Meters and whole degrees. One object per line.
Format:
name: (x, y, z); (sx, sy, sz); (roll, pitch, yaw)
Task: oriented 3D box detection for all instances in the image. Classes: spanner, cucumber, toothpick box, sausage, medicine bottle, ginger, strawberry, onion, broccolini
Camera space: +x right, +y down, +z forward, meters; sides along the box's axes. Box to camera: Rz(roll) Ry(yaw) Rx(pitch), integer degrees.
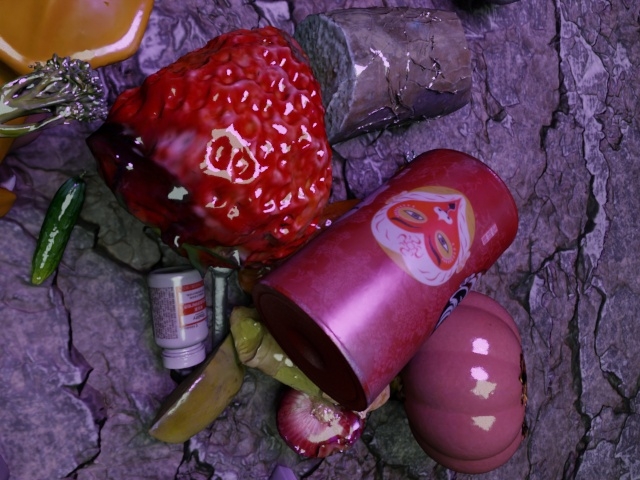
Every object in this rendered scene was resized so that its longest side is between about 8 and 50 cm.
spanner: (-0.162, 0.136, 0.658); (0.054, 0.015, 0.254); (0, 94, -22)
cucumber: (-0.353, -0.021, 0.549); (0.039, 0.039, 0.167); (21, 88, -24)
toothpick box: (0.096, 0.038, 0.565); (0.333, 0.204, 0.204); (-38, 108, -27)
sausage: (-0.002, -0.004, 0.684); (0.302, 0.076, 0.102); (-22, 102, -21)
medicine bottle: (-0.208, 0.111, 0.600); (0.079, 0.079, 0.140); (-6, 96, -23)
ginger: (-0.017, 0.191, 0.649); (0.295, 0.131, 0.086); (31, 103, -11)
strawberry: (-0.095, -0.106, 0.519); (0.310, 0.292, 0.291); (-33, 106, -17)
onion: (-0.003, 0.303, 0.703); (0.150, 0.140, 0.150); (3, 53, -5)
broccolini: (-0.277, -0.097, 0.304); (0.216, 0.067, 0.058); (-24, 115, -28)

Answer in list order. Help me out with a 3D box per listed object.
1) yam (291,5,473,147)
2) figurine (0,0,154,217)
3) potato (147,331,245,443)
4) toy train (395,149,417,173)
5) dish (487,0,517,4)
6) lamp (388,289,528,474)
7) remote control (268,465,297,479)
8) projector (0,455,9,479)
yam: (0.106, -0.269, 0.657); (0.271, 0.201, 0.202); (-17, 102, -29)
figurine: (-0.409, -0.207, 0.352); (0.401, 0.268, 0.387); (12, 97, -47)
potato: (-0.160, 0.225, 0.591); (0.081, 0.120, 0.149); (45, 88, -8)
toy train: (0.211, -0.059, 0.743); (0.091, 0.136, 0.227); (-26, 102, -20)
dish: (0.268, -0.552, 0.736); (0.273, 0.134, 0.273); (17, 69, -53)
lamp: (0.232, 0.237, 0.720); (0.305, 0.240, 0.305); (-1, 90, -69)
remote control: (-0.104, 0.511, 0.667); (0.034, 0.103, 0.250); (30, 81, -20)
projector: (-0.456, 0.313, 0.505); (0.083, 0.082, 0.083); (-24, 103, -21)
